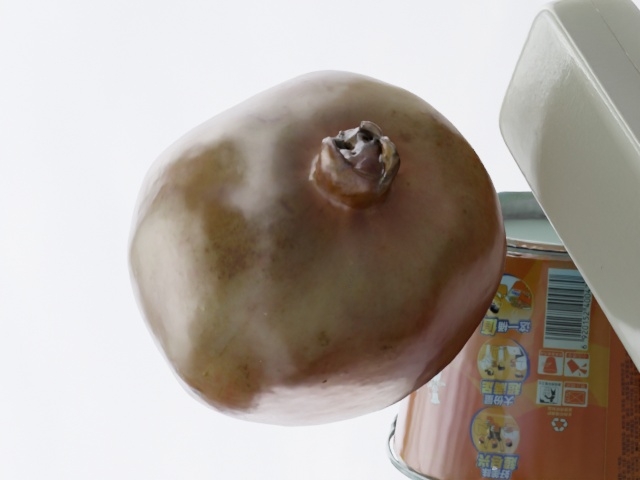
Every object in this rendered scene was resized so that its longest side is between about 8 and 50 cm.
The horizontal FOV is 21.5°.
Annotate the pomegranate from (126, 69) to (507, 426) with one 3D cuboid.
[{"bbox_3d":[0.000,0.000,1.126,0.270,0.252,0.229,114,134,-70],"label":"pomegranate"}]

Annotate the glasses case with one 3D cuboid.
[{"bbox_3d":[0.220,-0.014,1.091,0.131,0.070,0.313,105,147,-49],"label":"glasses case"}]

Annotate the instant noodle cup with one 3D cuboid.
[{"bbox_3d":[0.205,0.084,1.423,0.296,0.296,0.214,-36,-49,-69],"label":"instant noodle cup"}]
